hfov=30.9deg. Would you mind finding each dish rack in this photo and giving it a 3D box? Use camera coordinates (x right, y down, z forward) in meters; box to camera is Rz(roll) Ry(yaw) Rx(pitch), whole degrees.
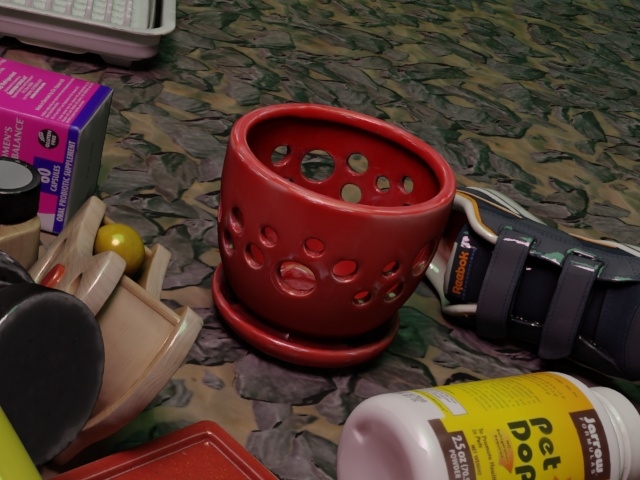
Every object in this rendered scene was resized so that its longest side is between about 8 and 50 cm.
[{"bbox_3d":[-0.332,-0.318,1.494,0.285,0.072,0.333,10,28,-13],"label":"dish rack"}]

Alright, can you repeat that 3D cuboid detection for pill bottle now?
[{"bbox_3d":[0.127,0.156,0.818,0.215,0.117,0.117,-3,33,-32],"label":"pill bottle"},{"bbox_3d":[-0.232,0.053,0.641,0.219,0.123,0.123,12,22,31],"label":"pill bottle"}]

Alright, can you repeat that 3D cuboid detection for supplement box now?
[{"bbox_3d":[-0.318,-0.102,1.060,0.220,0.111,0.114,15,28,-1],"label":"supplement box"}]

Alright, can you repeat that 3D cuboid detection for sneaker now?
[{"bbox_3d":[0.196,0.043,1.062,0.127,0.126,0.321,-4,23,-42],"label":"sneaker"}]

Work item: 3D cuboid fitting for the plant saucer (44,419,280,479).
[{"bbox_3d":[-0.082,0.209,0.687,0.258,0.048,0.259,-15,41,-44],"label":"plant saucer"}]

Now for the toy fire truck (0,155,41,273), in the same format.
[{"bbox_3d":[-0.360,-0.030,0.868,0.246,0.158,0.217,-20,45,-42],"label":"toy fire truck"}]

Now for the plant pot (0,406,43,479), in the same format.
[{"bbox_3d":[-0.223,0.169,0.463,0.207,0.227,0.228,-10,55,-51],"label":"plant pot"}]

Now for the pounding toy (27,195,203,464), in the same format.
[{"bbox_3d":[-0.181,0.042,0.771,0.155,0.154,0.269,39,21,-20],"label":"pounding toy"}]

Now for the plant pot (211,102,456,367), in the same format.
[{"bbox_3d":[0.000,0.000,0.975,0.191,0.174,0.191,13,27,-7],"label":"plant pot"}]
